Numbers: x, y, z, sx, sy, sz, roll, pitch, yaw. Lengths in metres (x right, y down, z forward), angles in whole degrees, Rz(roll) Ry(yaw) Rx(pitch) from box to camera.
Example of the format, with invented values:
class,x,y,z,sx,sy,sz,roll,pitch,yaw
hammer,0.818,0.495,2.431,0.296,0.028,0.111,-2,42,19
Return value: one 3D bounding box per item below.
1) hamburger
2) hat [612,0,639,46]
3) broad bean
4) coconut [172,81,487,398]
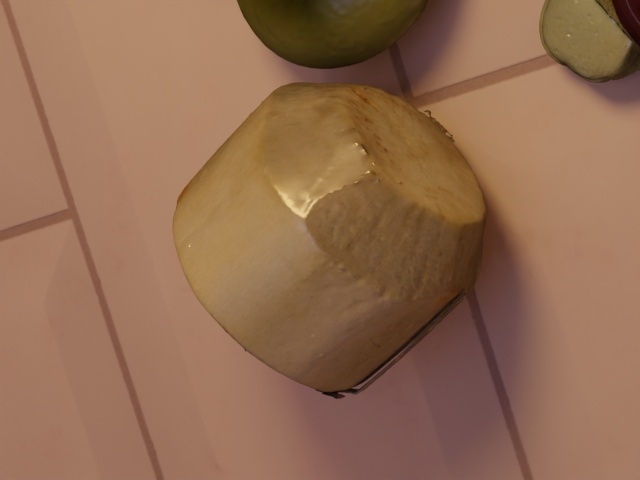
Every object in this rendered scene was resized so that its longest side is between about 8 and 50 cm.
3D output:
class,x,y,z,sx,sy,sz,roll,pitch,yaw
hamburger,0.262,-0.203,1.773,0.121,0.054,0.084,52,128,14
hat,0.363,-0.253,1.671,0.205,0.089,0.205,5,101,28
broad bean,0.020,-0.308,1.856,0.238,0.119,0.291,49,123,18
coconut,0.000,0.000,1.852,0.323,0.323,0.323,9,107,31
